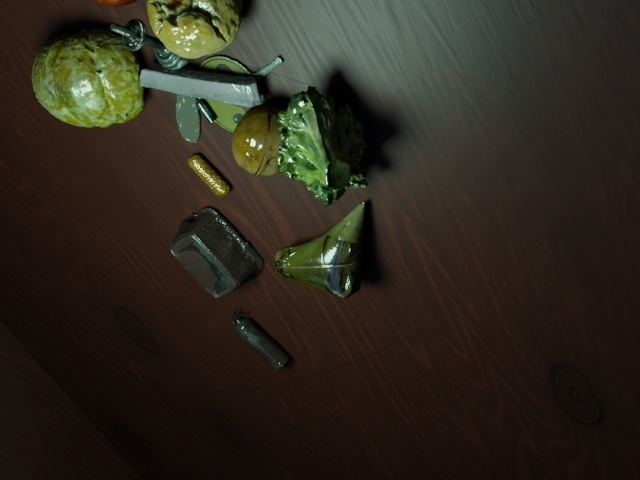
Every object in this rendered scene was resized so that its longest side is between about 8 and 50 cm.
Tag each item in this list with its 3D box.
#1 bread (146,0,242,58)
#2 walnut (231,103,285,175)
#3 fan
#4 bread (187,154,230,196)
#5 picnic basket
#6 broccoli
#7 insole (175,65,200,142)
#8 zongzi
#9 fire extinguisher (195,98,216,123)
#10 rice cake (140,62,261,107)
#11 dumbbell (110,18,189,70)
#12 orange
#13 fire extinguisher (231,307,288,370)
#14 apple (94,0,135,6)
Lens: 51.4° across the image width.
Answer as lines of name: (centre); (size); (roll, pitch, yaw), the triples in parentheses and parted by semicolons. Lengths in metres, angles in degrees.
bread: (-0.308, -0.564, 1.596); (0.244, 0.134, 0.245); (0, 90, 10)
walnut: (-0.152, -0.263, 1.774); (0.167, 0.167, 0.207); (29, 134, 5)
fan: (-0.218, -0.409, 1.795); (0.335, 0.011, 0.230); (-26, 110, 40)
bread: (-0.336, -0.196, 2.007); (0.157, 0.044, 0.052); (46, 136, -11)
picnic basket: (-0.343, 0.053, 2.153); (0.222, 0.129, 0.297); (-28, 110, 39)
broccoli: (0.022, -0.221, 1.647); (0.288, 0.245, 0.248); (29, 103, -39)
insole: (-0.379, -0.387, 1.900); (0.081, 0.011, 0.248); (22, 134, 16)
zongzi: (0.000, 0.000, 1.940); (0.273, 0.145, 0.300); (15, 115, 25)
fire extinguisher: (-0.328, -0.368, 1.867); (0.038, 0.025, 0.083); (-14, 118, 44)
rice cake: (-0.323, -0.421, 1.790); (0.364, 0.056, 0.073); (13, 138, 18)
dumbbell: (-0.432, -0.506, 1.691); (0.110, 0.254, 0.110); (0, 90, 31)
orange: (-0.677, -0.443, 1.889); (0.368, 0.210, 0.271); (2, 124, 24)
fire extinguisher: (-0.220, 0.345, 2.356); (0.268, 0.072, 0.089); (46, 140, -10)
apple: (-0.505, -0.684, 1.591); (0.229, 0.230, 0.230); (15, 131, 18)
